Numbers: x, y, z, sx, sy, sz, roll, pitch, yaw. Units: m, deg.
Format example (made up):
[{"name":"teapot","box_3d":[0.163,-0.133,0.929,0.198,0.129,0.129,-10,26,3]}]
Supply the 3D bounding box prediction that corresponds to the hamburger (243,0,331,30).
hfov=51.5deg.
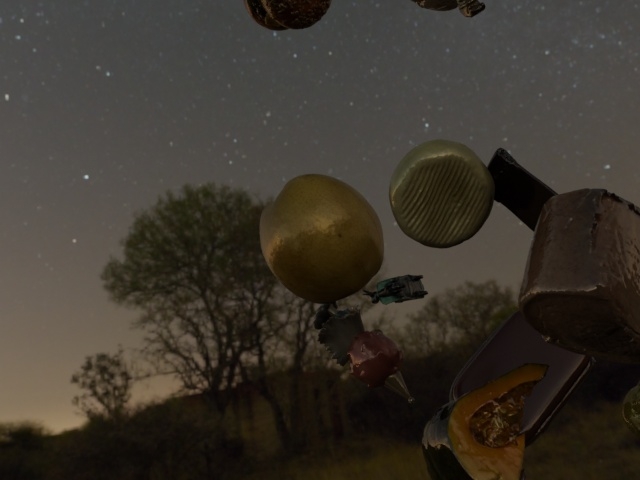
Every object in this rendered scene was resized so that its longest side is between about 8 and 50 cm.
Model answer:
[{"name":"hamburger","box_3d":[-0.103,-0.829,2.171,0.291,0.291,0.225,-2,14,-29]}]

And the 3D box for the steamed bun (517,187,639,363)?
[{"name":"steamed bun","box_3d":[0.450,0.070,1.111,0.301,0.251,0.199,34,-34,-31]}]

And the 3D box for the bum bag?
[{"name":"bum bag","box_3d":[0.376,-0.092,1.265,0.026,0.159,0.109,-29,-28,-31]}]

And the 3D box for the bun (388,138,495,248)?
[{"name":"bun","box_3d":[0.231,-0.096,1.294,0.222,0.222,0.127,-10,30,0]}]

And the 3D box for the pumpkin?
[{"name":"pumpkin","box_3d":[0.325,0.355,1.191,0.280,0.190,0.139,-20,-28,-15]}]

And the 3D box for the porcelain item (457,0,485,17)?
[{"name":"porcelain item","box_3d":[0.243,-0.517,1.228,0.084,0.213,0.054,-33,18,-16]}]

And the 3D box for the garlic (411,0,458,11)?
[{"name":"garlic","box_3d":[0.314,-0.742,1.854,0.228,0.228,0.152,3,-18,-42]}]

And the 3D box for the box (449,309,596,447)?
[{"name":"box","box_3d":[0.531,0.362,1.766,0.404,0.263,0.108,-43,-31,-18]}]

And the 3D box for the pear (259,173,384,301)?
[{"name":"pear","box_3d":[0.000,0.000,1.601,0.314,0.314,0.314,-9,-14,-2]}]

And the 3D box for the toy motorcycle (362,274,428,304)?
[{"name":"toy motorcycle","box_3d":[0.174,0.112,1.482,0.100,0.058,0.173,-23,-15,32]}]

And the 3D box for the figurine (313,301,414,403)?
[{"name":"figurine","box_3d":[0.135,0.306,1.870,0.166,0.387,0.207,-13,-52,-44]}]

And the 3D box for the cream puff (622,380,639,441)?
[{"name":"cream puff","box_3d":[0.645,0.326,1.155,0.221,0.195,0.195,2,-15,-2]}]
